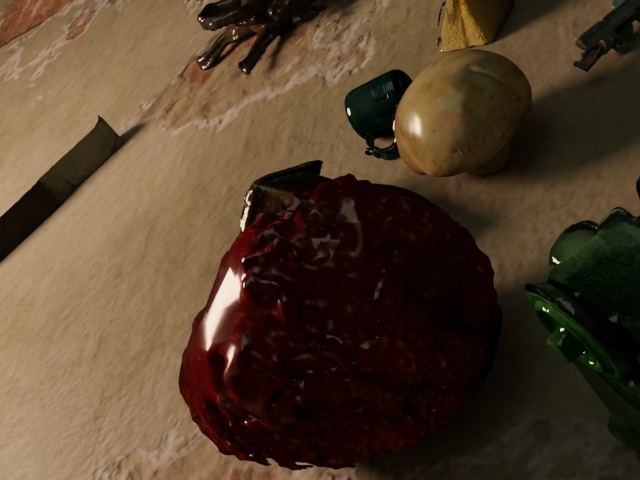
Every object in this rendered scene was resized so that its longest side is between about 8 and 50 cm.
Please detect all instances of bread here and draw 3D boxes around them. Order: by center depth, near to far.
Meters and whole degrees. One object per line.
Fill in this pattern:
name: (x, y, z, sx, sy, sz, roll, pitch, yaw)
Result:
bread: (0.148, -0.266, 1.448, 0.080, 0.109, 0.084, -2, 52, 41)

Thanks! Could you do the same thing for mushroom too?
mushroom: (0.135, -0.117, 1.269, 0.148, 0.112, 0.148, -29, 31, 19)

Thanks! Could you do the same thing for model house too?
model house: (-0.002, 0.007, 1.291, 0.152, 0.106, 0.165, 14, 96, 40)

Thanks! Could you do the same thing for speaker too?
speaker: (0.066, -0.134, 1.409, 0.075, 0.060, 0.094, -26, 35, 24)

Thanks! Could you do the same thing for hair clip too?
hair clip: (0.302, -0.228, 1.298, 0.173, 0.049, 0.049, -45, 32, -17)

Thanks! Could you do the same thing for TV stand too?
TV stand: (-0.378, -0.065, 1.800, 0.256, 0.049, 0.040, -44, 31, -6)

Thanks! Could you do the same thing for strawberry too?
strawberry: (0.024, 0.075, 1.068, 0.220, 0.274, 0.274, 38, 77, 20)

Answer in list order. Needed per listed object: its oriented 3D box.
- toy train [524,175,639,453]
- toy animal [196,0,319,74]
toy train: (0.254, 0.071, 0.826, 0.145, 0.202, 0.266, -45, 31, -6)
toy animal: (-0.086, -0.292, 1.767, 0.148, 0.084, 0.233, -32, 22, -19)
